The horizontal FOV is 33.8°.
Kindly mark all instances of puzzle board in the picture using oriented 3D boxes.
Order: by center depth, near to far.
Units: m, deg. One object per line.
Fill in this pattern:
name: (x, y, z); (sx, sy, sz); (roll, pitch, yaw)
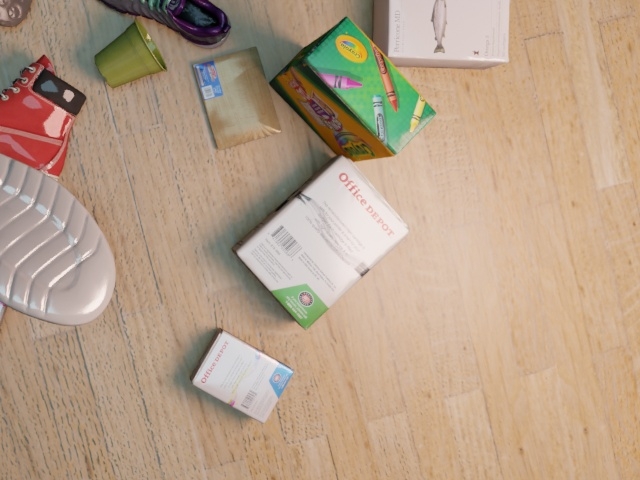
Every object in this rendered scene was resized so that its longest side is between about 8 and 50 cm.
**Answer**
puzzle board: (-0.120, -0.204, 1.512); (0.096, 0.011, 0.128); (-18, 96, -8)

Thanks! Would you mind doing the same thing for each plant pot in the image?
plant pot: (-0.266, -0.251, 1.452); (0.079, 0.083, 0.083); (-28, 98, 4)

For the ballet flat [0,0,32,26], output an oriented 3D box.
ballet flat: (-0.440, -0.414, 1.420); (0.084, 0.058, 0.250); (-16, 104, -47)

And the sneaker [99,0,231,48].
sneaker: (-0.222, -0.340, 1.440); (0.223, 0.098, 0.083); (22, 89, -12)

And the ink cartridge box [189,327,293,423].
ink cartridge box: (-0.115, 0.193, 1.513); (0.122, 0.052, 0.089); (31, 87, -12)

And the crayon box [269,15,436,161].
crayon box: (0.035, -0.192, 1.406); (0.165, 0.278, 0.081); (45, 83, -10)

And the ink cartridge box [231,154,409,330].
ink cartridge box: (0.000, 0.000, 1.507); (0.208, 0.087, 0.153); (-42, 99, -5)

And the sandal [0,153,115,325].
sandal: (-0.443, -0.037, 1.341); (0.416, 0.102, 0.169); (35, 66, -8)

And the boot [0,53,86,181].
boot: (-0.449, -0.184, 1.414); (0.244, 0.088, 0.176); (19, 89, -19)

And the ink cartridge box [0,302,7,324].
ink cartridge box: (-0.484, 0.057, 1.421); (0.134, 0.078, 0.231); (20, 89, -11)

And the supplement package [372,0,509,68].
supplement package: (0.171, -0.305, 1.514); (0.179, 0.105, 0.105); (0, 94, -11)
